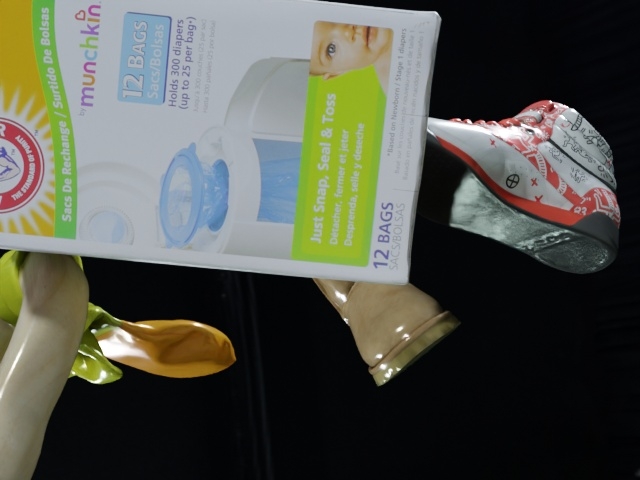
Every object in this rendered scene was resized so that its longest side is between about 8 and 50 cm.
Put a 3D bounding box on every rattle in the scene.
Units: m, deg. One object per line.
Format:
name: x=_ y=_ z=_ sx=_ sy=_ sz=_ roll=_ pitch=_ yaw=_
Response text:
rattle: x=-0.118 y=0.106 z=0.475 sx=0.143 sy=0.130 sz=0.200 roll=47 pitch=-160 yaw=-35

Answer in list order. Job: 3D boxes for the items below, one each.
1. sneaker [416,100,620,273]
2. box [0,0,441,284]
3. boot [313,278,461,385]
sneaker: x=0.166 y=-0.081 z=0.989 sx=0.270 sy=0.090 sz=0.145 roll=24 pitch=-129 yaw=-14
box: x=-0.061 y=-0.050 z=0.457 sx=0.203 sy=0.103 sz=0.114 roll=6 pitch=-83 yaw=-4
boot: x=0.000 y=0.000 z=0.952 sx=0.089 sy=0.236 sz=0.269 roll=-39 pitch=-92 yaw=-5
